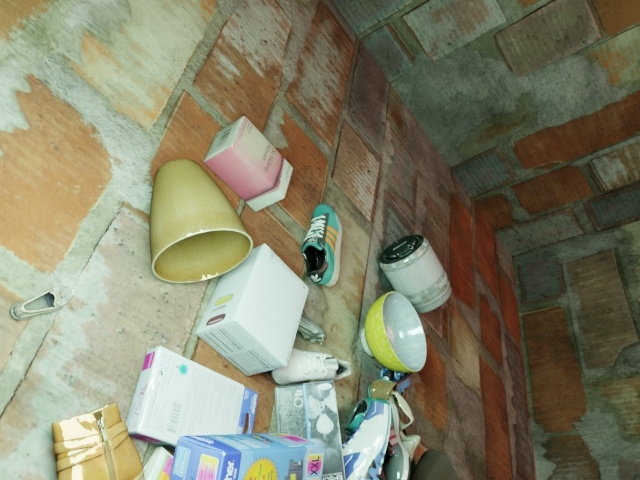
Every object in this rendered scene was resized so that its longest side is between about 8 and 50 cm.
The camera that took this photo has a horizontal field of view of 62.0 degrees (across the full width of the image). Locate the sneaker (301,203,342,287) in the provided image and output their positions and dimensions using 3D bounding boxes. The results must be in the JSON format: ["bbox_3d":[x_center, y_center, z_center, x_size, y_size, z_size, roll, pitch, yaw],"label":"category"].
[{"bbox_3d":[0.000,0.000,1.788,0.121,0.108,0.302,30,50,-50],"label":"sneaker"}]

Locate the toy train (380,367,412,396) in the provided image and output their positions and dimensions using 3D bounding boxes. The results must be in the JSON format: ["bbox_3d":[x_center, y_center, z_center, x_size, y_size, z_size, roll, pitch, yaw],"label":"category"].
[{"bbox_3d":[0.279,0.507,1.940,0.184,0.080,0.105,-6,86,-59],"label":"toy train"}]

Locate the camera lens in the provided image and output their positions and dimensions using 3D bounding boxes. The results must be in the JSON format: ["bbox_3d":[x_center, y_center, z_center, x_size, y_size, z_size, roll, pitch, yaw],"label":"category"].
[{"bbox_3d":[0.386,0.130,2.175,0.274,0.219,0.219,58,34,-17],"label":"camera lens"}]

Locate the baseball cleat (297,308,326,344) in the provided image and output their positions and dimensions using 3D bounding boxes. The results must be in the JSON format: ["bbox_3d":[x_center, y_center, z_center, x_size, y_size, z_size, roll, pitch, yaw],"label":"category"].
[{"bbox_3d":[-0.050,0.237,1.615,0.206,0.072,0.109,40,36,-42],"label":"baseball cleat"}]

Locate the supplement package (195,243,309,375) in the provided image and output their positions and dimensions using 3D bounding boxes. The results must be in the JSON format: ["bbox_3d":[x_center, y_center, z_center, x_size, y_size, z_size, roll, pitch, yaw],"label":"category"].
[{"bbox_3d":[-0.169,0.181,1.403,0.204,0.145,0.262,48,37,-29],"label":"supplement package"}]

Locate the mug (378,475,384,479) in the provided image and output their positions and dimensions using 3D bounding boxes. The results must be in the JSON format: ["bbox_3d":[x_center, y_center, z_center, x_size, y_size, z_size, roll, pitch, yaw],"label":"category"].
[{"bbox_3d":[0.136,0.764,1.558,0.158,0.097,0.129,49,37,-29],"label":"mug"}]

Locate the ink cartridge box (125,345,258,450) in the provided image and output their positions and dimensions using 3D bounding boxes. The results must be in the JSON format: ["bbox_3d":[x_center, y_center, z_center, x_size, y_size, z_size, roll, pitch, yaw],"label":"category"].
[{"bbox_3d":[-0.278,0.385,1.204,0.311,0.065,0.186,37,45,-36],"label":"ink cartridge box"}]

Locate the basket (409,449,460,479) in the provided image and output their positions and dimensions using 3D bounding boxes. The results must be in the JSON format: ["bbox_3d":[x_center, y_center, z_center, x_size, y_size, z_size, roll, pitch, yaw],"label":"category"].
[{"bbox_3d":[0.357,0.850,1.791,0.227,0.154,0.204,-10,79,-53],"label":"basket"}]

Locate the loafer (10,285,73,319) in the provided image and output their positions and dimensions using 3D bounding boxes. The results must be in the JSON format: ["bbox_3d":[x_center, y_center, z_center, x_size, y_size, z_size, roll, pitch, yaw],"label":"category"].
[{"bbox_3d":[-0.523,0.117,1.018,0.125,0.039,0.045,-28,95,-57],"label":"loafer"}]

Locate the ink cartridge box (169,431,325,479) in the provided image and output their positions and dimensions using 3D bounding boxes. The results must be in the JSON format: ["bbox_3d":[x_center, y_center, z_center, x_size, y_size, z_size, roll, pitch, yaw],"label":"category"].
[{"bbox_3d":[-0.177,0.557,1.111,0.395,0.151,0.270,22,72,-48],"label":"ink cartridge box"}]

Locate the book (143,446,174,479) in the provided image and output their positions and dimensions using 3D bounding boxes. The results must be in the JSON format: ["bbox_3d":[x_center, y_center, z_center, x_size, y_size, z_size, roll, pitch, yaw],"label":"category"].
[{"bbox_3d":[-0.310,0.514,1.111,0.144,0.035,0.096,54,34,-24],"label":"book"}]

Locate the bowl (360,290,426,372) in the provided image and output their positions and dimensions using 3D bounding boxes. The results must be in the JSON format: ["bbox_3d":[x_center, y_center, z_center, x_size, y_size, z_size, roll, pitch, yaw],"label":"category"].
[{"bbox_3d":[0.238,0.339,1.892,0.289,0.156,0.289,34,44,-40],"label":"bowl"}]

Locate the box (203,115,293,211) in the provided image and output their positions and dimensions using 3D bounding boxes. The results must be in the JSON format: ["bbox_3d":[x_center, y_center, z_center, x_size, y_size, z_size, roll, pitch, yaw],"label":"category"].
[{"bbox_3d":[-0.210,-0.226,1.592,0.232,0.127,0.149,45,39,-32],"label":"box"}]

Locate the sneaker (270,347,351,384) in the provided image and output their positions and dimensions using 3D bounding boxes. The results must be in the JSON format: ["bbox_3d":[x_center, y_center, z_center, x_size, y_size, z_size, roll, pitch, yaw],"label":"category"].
[{"bbox_3d":[-0.027,0.354,1.527,0.297,0.129,0.111,18,59,-49],"label":"sneaker"}]

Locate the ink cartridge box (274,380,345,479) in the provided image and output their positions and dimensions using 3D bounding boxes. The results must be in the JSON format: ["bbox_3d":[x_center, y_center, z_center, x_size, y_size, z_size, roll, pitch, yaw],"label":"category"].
[{"bbox_3d":[-0.027,0.545,1.394,0.065,0.165,0.333,109,-25,-67],"label":"ink cartridge box"}]

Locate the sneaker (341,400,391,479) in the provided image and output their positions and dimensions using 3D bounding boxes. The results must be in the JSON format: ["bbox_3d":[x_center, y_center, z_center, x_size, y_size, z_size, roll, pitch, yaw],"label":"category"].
[{"bbox_3d":[0.087,0.589,1.478,0.127,0.182,0.315,88,17,-56],"label":"sneaker"}]

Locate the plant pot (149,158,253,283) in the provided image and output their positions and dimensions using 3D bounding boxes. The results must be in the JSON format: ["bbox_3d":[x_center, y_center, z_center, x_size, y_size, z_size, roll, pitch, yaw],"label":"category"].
[{"bbox_3d":[-0.315,-0.062,1.290,0.237,0.237,0.254,15,45,-52],"label":"plant pot"}]

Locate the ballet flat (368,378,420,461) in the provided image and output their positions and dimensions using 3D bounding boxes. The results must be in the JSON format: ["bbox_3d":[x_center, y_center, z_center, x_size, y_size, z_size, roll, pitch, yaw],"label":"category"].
[{"bbox_3d":[0.264,0.634,1.797,0.116,0.124,0.342,0,72,-55],"label":"ballet flat"}]

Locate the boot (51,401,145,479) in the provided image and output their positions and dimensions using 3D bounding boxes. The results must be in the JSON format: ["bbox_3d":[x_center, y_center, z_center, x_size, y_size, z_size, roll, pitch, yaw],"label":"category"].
[{"bbox_3d":[-0.426,0.420,0.920,0.283,0.109,0.220,-11,82,-59],"label":"boot"}]

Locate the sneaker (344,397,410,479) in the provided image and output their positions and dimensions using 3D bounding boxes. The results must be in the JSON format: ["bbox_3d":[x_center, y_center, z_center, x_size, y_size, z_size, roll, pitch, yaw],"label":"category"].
[{"bbox_3d":[0.164,0.598,1.618,0.178,0.124,0.295,24,30,-23],"label":"sneaker"}]
